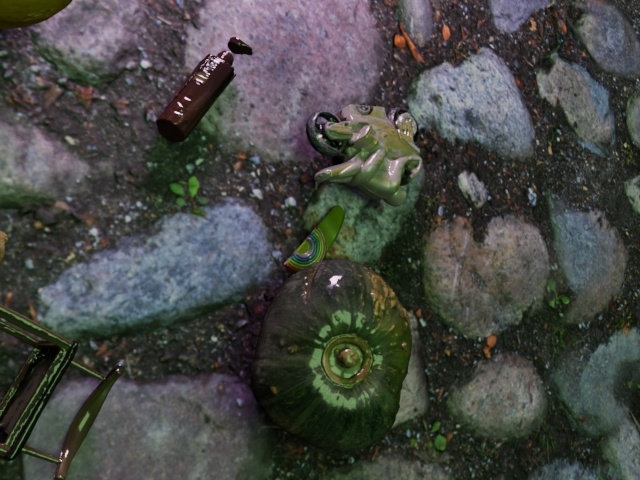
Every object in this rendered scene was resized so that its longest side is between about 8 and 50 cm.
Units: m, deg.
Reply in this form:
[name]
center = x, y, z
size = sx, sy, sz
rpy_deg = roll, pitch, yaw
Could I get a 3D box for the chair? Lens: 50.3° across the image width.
[chair]
center = -0.412, 0.210, 0.949
size = 0.272, 0.166, 0.188
rpy_deg = 36, 64, -27

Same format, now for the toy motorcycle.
[toy motorcycle]
center = 0.109, -0.175, 1.423
size = 0.341, 0.108, 0.222
rpy_deg = -9, 83, -44

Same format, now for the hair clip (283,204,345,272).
[hair clip]
center = 0.000, 0.000, 1.364
size = 0.060, 0.033, 0.188
rpy_deg = 49, 59, -21

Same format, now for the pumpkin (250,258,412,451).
[pumpkin]
center = 0.028, 0.199, 1.218
size = 0.292, 0.257, 0.327
rpy_deg = 30, 73, -16

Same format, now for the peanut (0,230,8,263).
[peanut]
center = -0.495, 0.032, 0.987
size = 0.054, 0.054, 0.113
rpy_deg = 41, 59, -25

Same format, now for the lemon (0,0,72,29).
[lemon]
center = -0.461, -0.429, 0.943
size = 0.293, 0.293, 0.292
rpy_deg = 6, 80, -36

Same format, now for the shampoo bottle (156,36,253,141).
[shampoo bottle]
center = -0.206, -0.279, 1.231
size = 0.068, 0.067, 0.236
rpy_deg = 37, 63, -17
